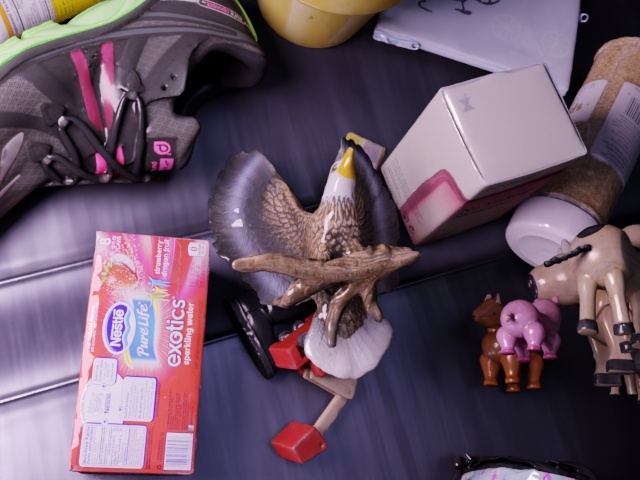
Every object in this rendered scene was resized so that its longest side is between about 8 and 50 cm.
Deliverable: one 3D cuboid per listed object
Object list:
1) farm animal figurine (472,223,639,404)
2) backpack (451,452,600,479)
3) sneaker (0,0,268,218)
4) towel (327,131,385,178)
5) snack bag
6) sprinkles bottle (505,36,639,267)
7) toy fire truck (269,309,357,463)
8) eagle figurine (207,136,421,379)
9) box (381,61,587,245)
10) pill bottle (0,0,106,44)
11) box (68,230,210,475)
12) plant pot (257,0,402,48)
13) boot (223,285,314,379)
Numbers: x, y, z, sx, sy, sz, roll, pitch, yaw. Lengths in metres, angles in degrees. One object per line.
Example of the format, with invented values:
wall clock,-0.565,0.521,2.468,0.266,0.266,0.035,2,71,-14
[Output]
farm animal figurine,0.339,0.073,0.891,0.326,0.330,0.172,8,68,-10
backpack,0.244,0.309,0.873,0.151,0.182,0.115,11,71,-11
sneaker,-0.255,-0.147,0.888,0.482,0.185,0.202,-41,83,-20
towel,0.050,-0.105,1.041,0.060,0.009,0.083,28,69,-5
snack bag,0.261,-0.399,1.168,0.322,0.037,0.343,15,70,-8
sprinkles bottle,0.386,-0.123,1.070,0.121,0.121,0.355,33,69,-2
toy fire truck,0.005,0.160,0.920,0.192,0.047,0.135,-35,108,-34
eagle figurine,0.006,-0.010,0.896,0.226,0.298,0.225,41,94,-22
box,0.194,-0.100,0.956,0.148,0.232,0.127,-18,78,-18
pill bottle,-0.371,-0.320,0.945,0.214,0.117,0.117,-30,83,-20
box,-0.199,0.129,0.849,0.128,0.122,0.257,5,72,-13
plant pot,0.015,-0.382,0.992,0.253,0.239,0.254,4,73,-12
boot,-0.053,0.098,0.939,0.099,0.045,0.121,-25,81,-24
